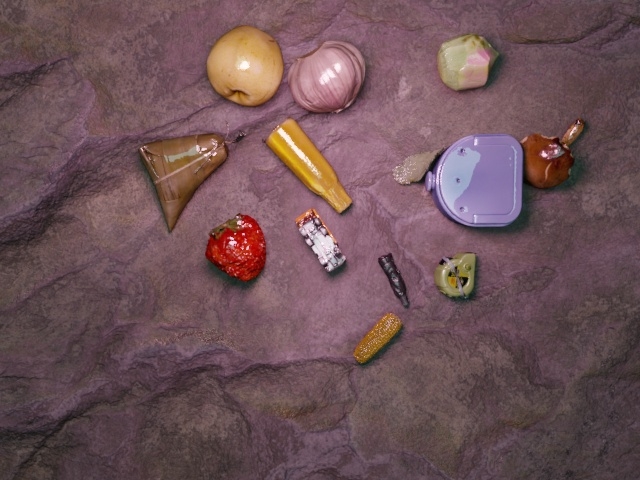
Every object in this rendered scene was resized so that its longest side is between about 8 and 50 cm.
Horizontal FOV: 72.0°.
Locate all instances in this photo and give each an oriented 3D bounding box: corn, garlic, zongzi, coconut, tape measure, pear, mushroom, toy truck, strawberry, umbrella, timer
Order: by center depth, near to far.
[{"bbox_3d":[0.029,-0.636,1.748,0.318,0.317,0.259,-31,103,4],"label":"garlic"},{"bbox_3d":[-0.291,-0.693,1.750,0.309,0.309,0.309,0,93,3],"label":"pear"},{"bbox_3d":[0.590,-0.710,1.753,0.236,0.235,0.204,-15,127,4],"label":"coconut"},{"bbox_3d":[0.957,-0.336,1.782,0.302,0.208,0.233,-13,134,-6],"label":"mushroom"},{"bbox_3d":[0.615,-0.239,1.791,0.395,0.173,0.394,0,95,2],"label":"timer"},{"bbox_3d":[-0.338,0.044,1.833,0.257,0.257,0.276,-28,105,4],"label":"strawberry"},{"bbox_3d":[0.565,0.149,1.854,0.175,0.106,0.199,-1,95,-11],"label":"tape measure"},{"bbox_3d":[0.000,0.000,1.863,0.114,0.135,0.270,-34,87,7],"label":"toy truck"},{"bbox_3d":[-0.498,-0.270,1.864,0.447,0.181,0.418,-11,108,0],"label":"zongzi"},{"bbox_3d":[0.319,0.171,1.891,0.066,0.059,0.235,-22,94,25],"label":"umbrella"},{"bbox_3d":[0.246,0.420,1.893,0.091,0.091,0.260,41,96,3],"label":"corn"}]

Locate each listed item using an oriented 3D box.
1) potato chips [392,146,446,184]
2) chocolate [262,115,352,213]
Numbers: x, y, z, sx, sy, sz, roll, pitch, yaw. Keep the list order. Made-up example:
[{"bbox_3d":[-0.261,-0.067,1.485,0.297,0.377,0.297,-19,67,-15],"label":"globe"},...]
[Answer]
[{"bbox_3d":[0.408,-0.316,1.826,0.059,0.228,0.167,36,61,-32],"label":"potato chips"},{"bbox_3d":[-0.042,-0.297,1.844,0.162,0.162,0.445,-40,95,4],"label":"chocolate"}]
